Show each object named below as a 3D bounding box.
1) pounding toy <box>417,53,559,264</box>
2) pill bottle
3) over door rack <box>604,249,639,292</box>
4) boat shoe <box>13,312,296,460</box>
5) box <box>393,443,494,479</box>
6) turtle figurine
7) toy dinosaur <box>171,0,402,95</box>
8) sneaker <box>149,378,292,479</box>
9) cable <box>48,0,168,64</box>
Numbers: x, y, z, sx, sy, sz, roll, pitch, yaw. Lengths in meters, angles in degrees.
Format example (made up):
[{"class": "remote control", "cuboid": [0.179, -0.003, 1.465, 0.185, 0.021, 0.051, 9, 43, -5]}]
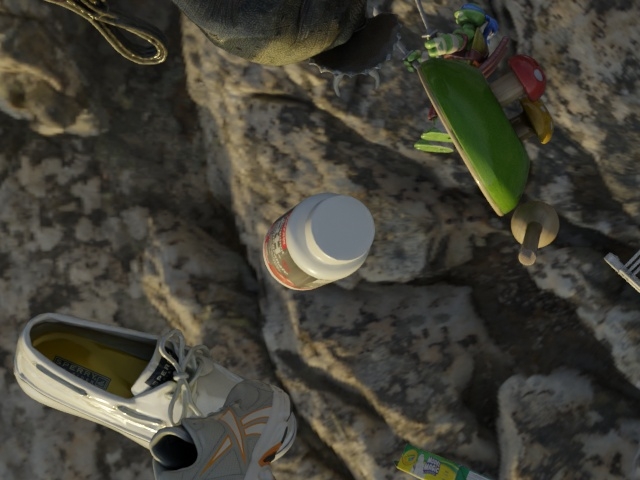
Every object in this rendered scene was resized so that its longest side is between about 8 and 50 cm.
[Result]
[{"class": "pounding toy", "cuboid": [0.204, -0.107, 1.038, 0.110, 0.183, 0.237, -30, 89, 13]}, {"class": "pill bottle", "cuboid": [0.000, 0.000, 2.030, 0.176, 0.318, 0.176, 3, 80, -16]}, {"class": "over door rack", "cuboid": [0.650, 0.061, 1.572, 0.324, 0.108, 0.239, 46, 105, 14]}, {"class": "boat shoe", "cuboid": [-0.193, 0.169, 1.219, 0.367, 0.136, 0.156, 22, 147, -4]}, {"class": "box", "cuboid": [0.185, 0.335, 1.407, 0.105, 0.179, 0.043, 28, 77, -20]}, {"class": "turtle figurine", "cuboid": [0.186, -0.305, 1.768, 0.198, 0.274, 0.266, -5, 76, 55]}, {"class": "toy dinosaur", "cuboid": [-0.029, -0.204, 0.799, 0.121, 0.313, 0.160, -1, 95, 40]}, {"class": "sneaker", "cuboid": [-0.104, 0.198, 0.983, 0.121, 0.262, 0.099, 30, 107, -10]}, {"class": "cable", "cuboid": [-0.303, -0.301, 1.290, 0.139, 0.287, 0.072, -16, 57, 10]}]
